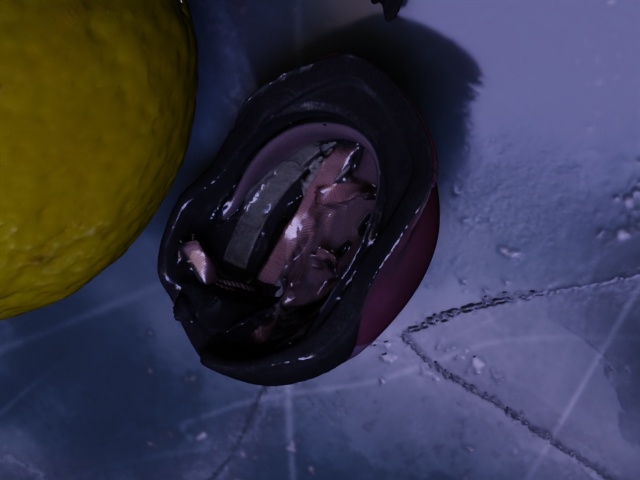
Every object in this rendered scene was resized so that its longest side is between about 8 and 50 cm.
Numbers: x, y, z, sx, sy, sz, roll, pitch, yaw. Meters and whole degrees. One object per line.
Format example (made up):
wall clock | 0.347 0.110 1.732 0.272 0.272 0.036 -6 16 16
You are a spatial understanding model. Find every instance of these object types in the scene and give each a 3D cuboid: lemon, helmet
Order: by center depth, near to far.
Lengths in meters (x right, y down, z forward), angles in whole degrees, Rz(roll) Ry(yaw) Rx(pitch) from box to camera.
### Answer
lemon | -0.264 -0.107 0.915 0.349 0.350 0.387 25 118 3
helmet | 0.000 0.000 0.995 0.253 0.154 0.198 -40 59 14

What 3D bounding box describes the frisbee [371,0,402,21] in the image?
frisbee | 0.055 -0.234 0.920 0.211 0.012 0.187 45 144 38
